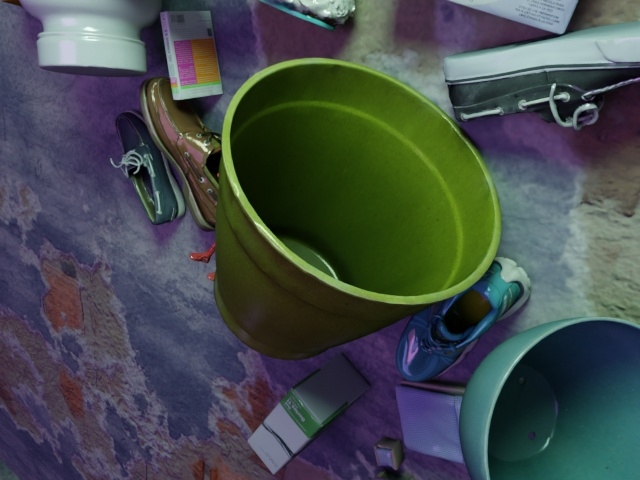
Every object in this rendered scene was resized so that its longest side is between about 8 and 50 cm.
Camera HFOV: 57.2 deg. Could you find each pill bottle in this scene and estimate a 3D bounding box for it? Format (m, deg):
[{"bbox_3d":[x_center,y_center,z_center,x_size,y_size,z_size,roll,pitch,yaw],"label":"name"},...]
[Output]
[{"bbox_3d":[-0.376,-0.485,0.959,0.229,0.229,0.407,10,103,36],"label":"pill bottle"}]

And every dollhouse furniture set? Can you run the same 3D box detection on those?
[{"bbox_3d":[0.151,0.367,0.937,0.287,0.198,0.303,1,107,39],"label":"dollhouse furniture set"}]

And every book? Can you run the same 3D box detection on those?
[{"bbox_3d":[-0.226,-0.326,1.030,0.035,0.096,0.144,11,113,37],"label":"book"}]

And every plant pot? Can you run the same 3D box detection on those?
[{"bbox_3d":[0.295,0.239,0.748,0.290,0.290,0.195,65,166,-1],"label":"plant pot"},{"bbox_3d":[0.000,0.000,0.845,0.366,0.367,0.353,50,143,12],"label":"plant pot"}]

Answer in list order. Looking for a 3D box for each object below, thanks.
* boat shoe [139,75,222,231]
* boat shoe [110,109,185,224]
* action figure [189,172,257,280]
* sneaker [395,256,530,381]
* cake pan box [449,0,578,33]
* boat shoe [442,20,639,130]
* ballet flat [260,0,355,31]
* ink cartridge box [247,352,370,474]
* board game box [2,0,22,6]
[{"bbox_3d":[-0.221,-0.168,1.091,0.105,0.110,0.307,-13,111,33],"label":"boat shoe"},{"bbox_3d":[-0.375,-0.152,1.232,0.095,0.079,0.254,-18,95,42],"label":"boat shoe"},{"bbox_3d":[-0.141,-0.061,1.000,0.091,0.139,0.280,43,102,25],"label":"action figure"},{"bbox_3d":[0.187,0.125,0.869,0.107,0.110,0.275,47,131,16],"label":"sneaker"},{"bbox_3d":[0.184,-0.382,0.626,0.267,0.070,0.245,24,133,12],"label":"cake pan box"},{"bbox_3d":[0.280,-0.180,0.671,0.307,0.113,0.104,4,116,41],"label":"boat shoe"},{"bbox_3d":[-0.136,-0.419,0.826,0.409,0.147,0.146,17,123,-5],"label":"ballet flat"},{"bbox_3d":[-0.025,0.323,1.092,0.087,0.153,0.208,47,129,16],"label":"ink cartridge box"},{"bbox_3d":[-0.521,-0.622,1.122,0.242,0.064,0.316,10,99,36],"label":"board game box"}]
